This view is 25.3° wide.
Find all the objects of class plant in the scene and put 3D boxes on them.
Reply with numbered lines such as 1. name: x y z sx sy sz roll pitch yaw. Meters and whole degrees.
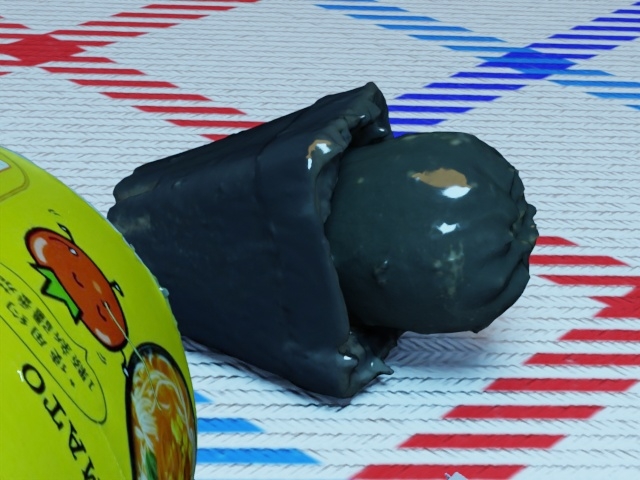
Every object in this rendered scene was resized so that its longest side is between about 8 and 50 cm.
1. plant: 0.000 0.000 0.853 0.256 0.164 0.142 -4 20 20

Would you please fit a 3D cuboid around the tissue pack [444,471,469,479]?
1. tissue pack: 0.090 0.208 0.478 0.148 0.092 0.246 -40 46 -22

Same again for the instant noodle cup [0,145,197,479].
1. instant noodle cup: -0.189 0.104 0.487 0.325 0.326 0.254 7 18 8
